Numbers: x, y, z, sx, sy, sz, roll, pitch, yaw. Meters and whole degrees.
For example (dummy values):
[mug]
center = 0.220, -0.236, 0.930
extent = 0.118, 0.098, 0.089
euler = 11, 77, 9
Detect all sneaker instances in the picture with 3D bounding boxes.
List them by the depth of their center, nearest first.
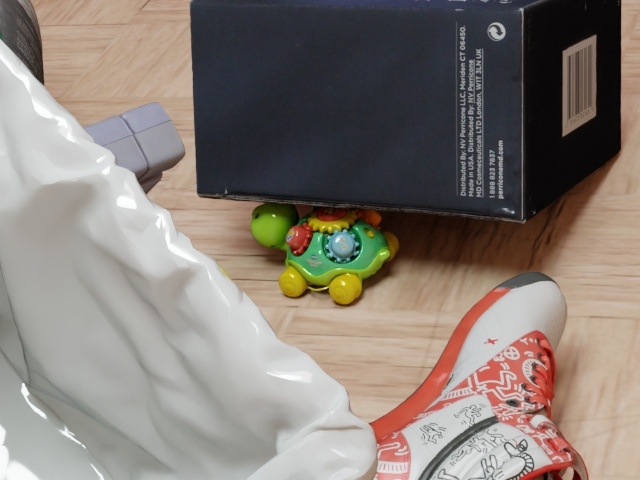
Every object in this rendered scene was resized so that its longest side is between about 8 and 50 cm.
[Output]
[sneaker]
center = 0.134, 0.127, 1.189
extent = 0.145, 0.090, 0.270
euler = 16, 41, 37

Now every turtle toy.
[turtle toy]
center = 0.000, 0.000, 1.473
extent = 0.130, 0.066, 0.095
euler = 8, 33, 28

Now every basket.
[basket]
center = -0.205, 0.135, 0.899
extent = 0.328, 0.266, 0.331
euler = -37, 73, -26

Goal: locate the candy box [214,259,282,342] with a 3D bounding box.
[candy box]
center = -0.095, 0.081, 1.397
extent = 0.105, 0.027, 0.206
euler = -17, 30, -17

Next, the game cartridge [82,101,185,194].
[game cartridge]
center = -0.270, 0.024, 1.277
extent = 0.230, 0.068, 0.355
euler = -19, -13, -39

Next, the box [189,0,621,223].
[box]
center = 0.082, -0.140, 1.515
extent = 0.294, 0.182, 0.296
euler = 4, 15, 24

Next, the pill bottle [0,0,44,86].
[pill bottle]
center = -0.353, -0.123, 1.599
extent = 0.204, 0.204, 0.361
euler = -12, 29, -5
